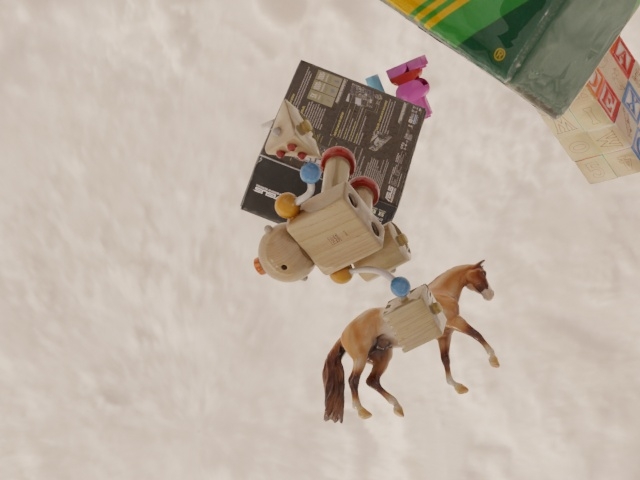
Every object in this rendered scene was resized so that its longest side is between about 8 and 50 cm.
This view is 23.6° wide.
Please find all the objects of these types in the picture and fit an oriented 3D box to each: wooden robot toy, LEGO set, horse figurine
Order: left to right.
[{"bbox_3d":[0.000,0.000,0.911,0.079,0.076,0.173,-29,117,18],"label":"wooden robot toy"},{"bbox_3d":[0.028,-0.130,1.808,0.227,0.087,0.093,-20,94,28],"label":"LEGO set"},{"bbox_3d":[0.106,0.129,1.901,0.263,0.066,0.174,-23,53,5],"label":"horse figurine"}]

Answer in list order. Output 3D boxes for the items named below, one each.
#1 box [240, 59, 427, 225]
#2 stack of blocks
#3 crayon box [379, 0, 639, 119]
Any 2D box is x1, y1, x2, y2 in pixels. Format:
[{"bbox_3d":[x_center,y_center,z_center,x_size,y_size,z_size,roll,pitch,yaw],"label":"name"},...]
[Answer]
[{"bbox_3d":[0.016,-0.084,1.567,0.147,0.077,0.180,21,40,-2],"label":"box"},{"bbox_3d":[0.323,-0.238,1.936,0.297,0.087,0.171,50,46,-28],"label":"stack of blocks"},{"bbox_3d":[0.136,-0.258,0.850,0.203,0.083,0.323,39,99,31],"label":"crayon box"}]
